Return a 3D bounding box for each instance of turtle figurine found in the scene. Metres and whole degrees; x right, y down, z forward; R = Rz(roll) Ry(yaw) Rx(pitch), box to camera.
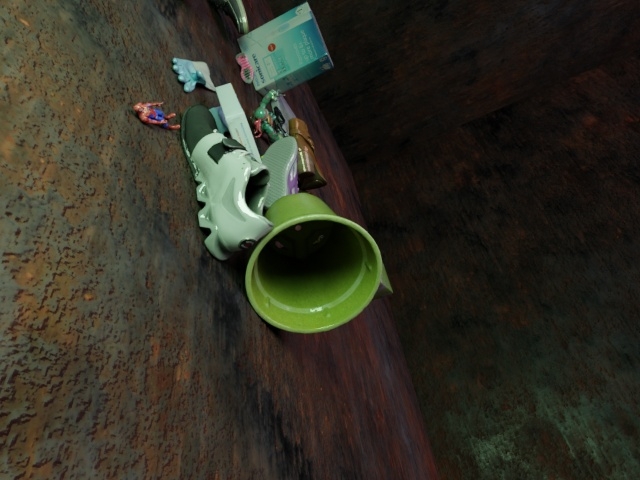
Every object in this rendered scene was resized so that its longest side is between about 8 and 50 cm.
[{"bbox_3d":[-0.162,-0.381,1.291,0.234,0.117,0.176,-163,-114,-87],"label":"turtle figurine"}]

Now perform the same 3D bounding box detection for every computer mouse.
[{"bbox_3d":[-0.160,-0.422,1.535,0.071,0.041,0.242,39,30,-40],"label":"computer mouse"}]

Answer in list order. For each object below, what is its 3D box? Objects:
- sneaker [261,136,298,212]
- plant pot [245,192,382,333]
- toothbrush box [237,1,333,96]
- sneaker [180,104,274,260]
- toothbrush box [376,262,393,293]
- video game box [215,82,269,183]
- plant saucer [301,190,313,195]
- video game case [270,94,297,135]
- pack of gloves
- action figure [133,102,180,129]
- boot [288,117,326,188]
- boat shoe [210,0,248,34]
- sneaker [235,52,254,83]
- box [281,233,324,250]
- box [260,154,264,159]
[{"bbox_3d":[-0.103,-0.160,1.196,0.161,0.102,0.283,58,33,-51],"label":"sneaker"},{"bbox_3d":[-0.033,0.018,0.919,0.276,0.275,0.254,61,4,-30],"label":"plant pot"},{"bbox_3d":[-0.130,-0.700,1.535,0.126,0.295,0.217,-2,72,-76],"label":"toothbrush box"},{"bbox_3d":[-0.169,-0.138,0.799,0.122,0.146,0.331,31,38,-68],"label":"sneaker"},{"bbox_3d":[0.109,0.136,1.366,0.283,0.206,0.122,41,30,-66],"label":"toothbrush box"},{"bbox_3d":[-0.183,-0.241,0.955,0.205,0.048,0.187,-117,-170,-49],"label":"video game box"},{"bbox_3d":[-0.027,-0.125,1.632,0.168,0.029,0.169,-21,90,-78],"label":"plant saucer"},{"bbox_3d":[-0.127,-0.477,1.771,0.300,0.036,0.330,46,26,-59],"label":"video game case"},{"bbox_3d":[-0.259,-0.345,0.983,0.232,0.046,0.195,-77,143,-68],"label":"pack of gloves"},{"bbox_3d":[-0.284,-0.217,0.710,0.115,0.030,0.038,-27,101,-75],"label":"action figure"},{"bbox_3d":[-0.060,-0.320,1.574,0.283,0.108,0.221,27,50,-72],"label":"boot"},{"bbox_3d":[-0.325,-0.809,1.366,0.286,0.092,0.103,66,-12,2],"label":"boat shoe"},{"bbox_3d":[-0.254,-0.587,1.418,0.057,0.047,0.120,66,7,-75],"label":"sneaker"},{"bbox_3d":[0.000,0.000,1.180,0.190,0.184,0.045,-7,77,-78],"label":"box"},{"bbox_3d":[-0.135,-0.232,1.320,0.109,0.042,0.178,65,14,-11],"label":"box"}]
